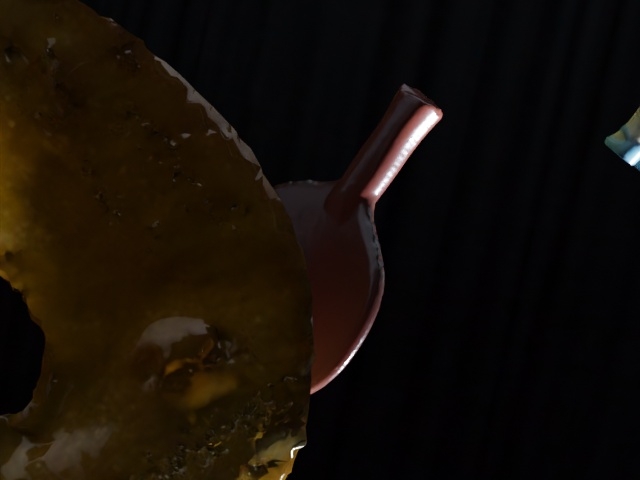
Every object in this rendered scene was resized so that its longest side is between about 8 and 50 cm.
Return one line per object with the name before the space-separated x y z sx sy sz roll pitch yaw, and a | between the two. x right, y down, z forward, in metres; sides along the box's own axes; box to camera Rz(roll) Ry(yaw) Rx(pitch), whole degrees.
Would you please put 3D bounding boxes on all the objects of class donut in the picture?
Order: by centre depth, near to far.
donut | -0.143 0.030 0.599 0.278 0.277 0.108 12 -173 -10

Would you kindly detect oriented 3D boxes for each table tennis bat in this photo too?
table tennis bat | 0.000 0.000 0.663 0.019 0.154 0.098 25 -167 -50

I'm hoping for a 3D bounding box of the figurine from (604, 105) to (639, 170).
figurine | 0.308 -0.134 1.019 0.205 0.260 0.103 33 -168 -29
